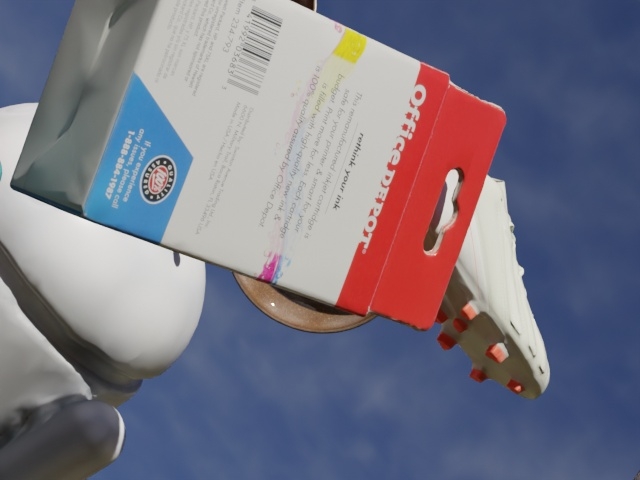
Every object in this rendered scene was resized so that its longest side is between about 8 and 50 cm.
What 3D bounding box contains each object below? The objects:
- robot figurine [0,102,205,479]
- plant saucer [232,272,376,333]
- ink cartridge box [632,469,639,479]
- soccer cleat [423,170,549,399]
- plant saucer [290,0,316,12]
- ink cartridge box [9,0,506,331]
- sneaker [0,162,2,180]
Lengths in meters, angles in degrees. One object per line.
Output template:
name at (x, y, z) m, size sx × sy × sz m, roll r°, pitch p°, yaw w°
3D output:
robot figurine at (-0.219, 0.048, 1.249) m, size 0.200 × 0.353 × 0.300 m, roll 38°, pitch 20°, yaw -54°
plant saucer at (0.000, 0.000, 2.065) m, size 0.198 × 0.198 × 0.036 m, roll 59°, pitch 16°, yaw -10°
ink cartridge box at (0.281, 0.157, 1.077) m, size 0.130 × 0.309 × 0.272 m, roll 40°, pitch -70°, yaw 28°
soccer cleat at (0.087, 0.007, 1.097) m, size 0.068 × 0.076 × 0.196 m, roll 12°, pitch -39°, yaw 56°
plant saucer at (-0.087, -0.178, 1.489) m, size 0.168 × 0.168 × 0.029 m, roll 46°, pitch -18°, yaw 15°
ink cartridge box at (-0.024, -0.048, 0.986) m, size 0.231 × 0.134 × 0.078 m, roll 21°, pitch -2°, yaw -39°
sneaker at (-0.252, 0.040, 0.892) m, size 0.110 × 0.275 × 0.107 m, roll 36°, pitch 2°, yaw 10°
